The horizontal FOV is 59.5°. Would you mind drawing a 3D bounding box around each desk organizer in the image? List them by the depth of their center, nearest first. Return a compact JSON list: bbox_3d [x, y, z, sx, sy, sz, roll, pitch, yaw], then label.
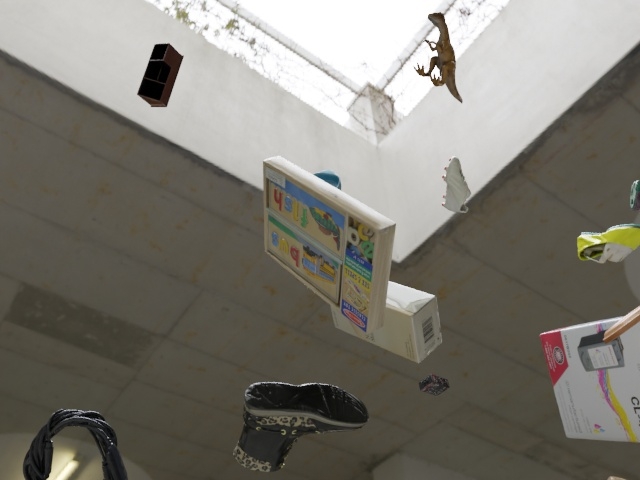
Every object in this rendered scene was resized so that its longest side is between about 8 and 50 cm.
[{"bbox_3d":[-0.347,-0.359,1.217,0.047,0.130,0.050,7,-15,26],"label":"desk organizer"}]

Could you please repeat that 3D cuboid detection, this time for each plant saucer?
[{"bbox_3d":[0.406,0.106,0.738,0.083,0.013,0.083,-31,-23,-15],"label":"plant saucer"}]

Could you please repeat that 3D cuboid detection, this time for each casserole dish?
[{"bbox_3d":[-0.011,-0.099,1.455,0.114,0.188,0.037,13,-23,39],"label":"casserole dish"}]

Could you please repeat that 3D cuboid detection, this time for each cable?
[{"bbox_3d":[-0.406,0.369,0.919,0.151,0.184,0.047,-24,-6,-7],"label":"cable"}]

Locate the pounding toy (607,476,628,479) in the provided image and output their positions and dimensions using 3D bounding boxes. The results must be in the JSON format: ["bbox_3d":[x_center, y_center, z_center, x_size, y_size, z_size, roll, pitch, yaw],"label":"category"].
[{"bbox_3d":[0.477,0.441,0.740,0.154,0.269,0.154,15,-66,11],"label":"pounding toy"}]

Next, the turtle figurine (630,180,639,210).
[{"bbox_3d":[0.691,-0.069,0.990,0.234,0.118,0.175,2,-4,10],"label":"turtle figurine"}]

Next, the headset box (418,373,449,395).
[{"bbox_3d":[0.362,0.464,1.802,0.083,0.032,0.062,24,-53,-26],"label":"headset box"}]

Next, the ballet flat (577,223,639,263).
[{"bbox_3d":[0.677,0.015,1.311,0.077,0.077,0.231,19,-7,-4],"label":"ballet flat"}]

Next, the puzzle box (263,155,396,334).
[{"bbox_3d":[0.000,0.000,1.290,0.052,0.409,0.272,-22,-51,-33],"label":"puzzle box"}]

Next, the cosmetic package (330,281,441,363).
[{"bbox_3d":[0.173,0.202,1.556,0.309,0.113,0.160,14,-54,44],"label":"cosmetic package"}]

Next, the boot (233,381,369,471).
[{"bbox_3d":[-0.043,0.360,1.066,0.237,0.085,0.178,11,-59,-13],"label":"boot"}]

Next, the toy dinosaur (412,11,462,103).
[{"bbox_3d":[0.249,-0.340,1.110,0.112,0.064,0.211,-37,-54,-23],"label":"toy dinosaur"}]

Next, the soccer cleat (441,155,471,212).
[{"bbox_3d":[0.378,-0.152,1.537,0.076,0.068,0.196,19,-33,24],"label":"soccer cleat"}]

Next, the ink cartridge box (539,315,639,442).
[{"bbox_3d":[0.584,0.257,1.058,0.131,0.226,0.306,-5,-15,-17],"label":"ink cartridge box"}]
